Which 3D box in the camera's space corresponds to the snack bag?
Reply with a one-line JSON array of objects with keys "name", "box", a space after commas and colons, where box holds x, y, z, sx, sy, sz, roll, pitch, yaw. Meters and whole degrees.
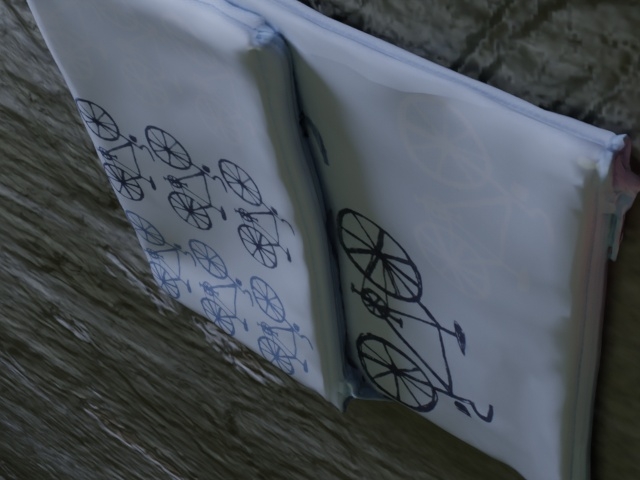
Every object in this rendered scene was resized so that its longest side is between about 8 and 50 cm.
[{"name": "snack bag", "box": [0.000, 0.000, 0.618, 0.343, 0.037, 0.323, 29, 152, 27]}]
